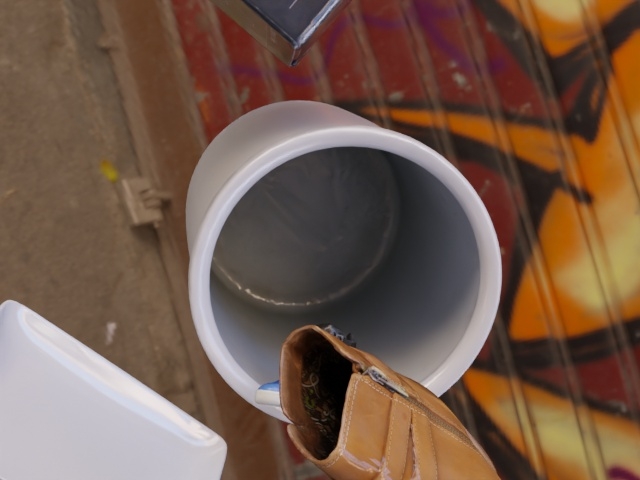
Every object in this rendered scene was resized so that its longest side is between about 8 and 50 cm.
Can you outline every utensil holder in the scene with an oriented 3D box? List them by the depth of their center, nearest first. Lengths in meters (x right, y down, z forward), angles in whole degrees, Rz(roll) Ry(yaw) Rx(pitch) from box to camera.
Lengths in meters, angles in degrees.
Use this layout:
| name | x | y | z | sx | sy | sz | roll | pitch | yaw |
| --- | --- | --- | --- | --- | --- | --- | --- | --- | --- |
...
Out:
| name | x | y | z | sx | sy | sz | roll | pitch | yaw |
| --- | --- | --- | --- | --- | --- | --- | --- | --- | --- |
| utensil holder | 0.000 | 0.000 | 1.321 | 0.327 | 0.328 | 0.385 | 63 | -2 | -17 |

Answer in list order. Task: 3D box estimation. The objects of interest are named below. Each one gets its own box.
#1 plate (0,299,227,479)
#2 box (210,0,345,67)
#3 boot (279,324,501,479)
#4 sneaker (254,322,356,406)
| name | x | y | z | sx | sy | sz | roll | pitch | yaw |
| --- | --- | --- | --- | --- | --- | --- | --- | --- | --- |
| plate | -0.223 | 0.191 | 1.032 | 0.277 | 0.045 | 0.278 | 35 | 16 | -9 |
| box | -0.110 | -0.401 | 1.212 | 0.395 | 0.212 | 0.293 | 41 | 1 | -6 |
| boot | 0.084 | 0.184 | 0.761 | 0.220 | 0.109 | 0.283 | 42 | 16 | -38 |
| sneaker | -0.013 | 0.128 | 1.152 | 0.152 | 0.058 | 0.084 | 4 | 88 | -52 |
